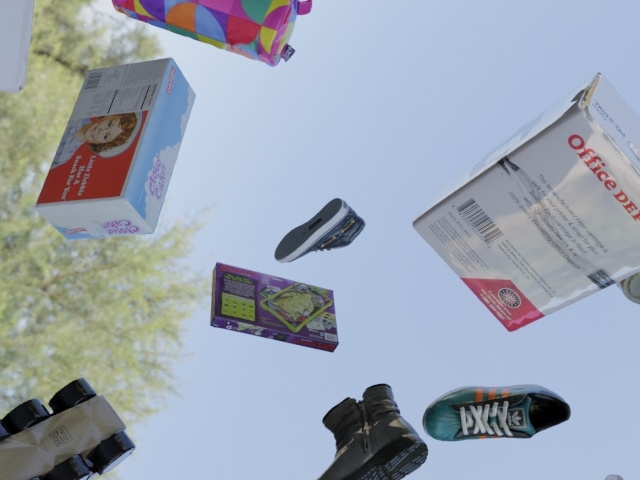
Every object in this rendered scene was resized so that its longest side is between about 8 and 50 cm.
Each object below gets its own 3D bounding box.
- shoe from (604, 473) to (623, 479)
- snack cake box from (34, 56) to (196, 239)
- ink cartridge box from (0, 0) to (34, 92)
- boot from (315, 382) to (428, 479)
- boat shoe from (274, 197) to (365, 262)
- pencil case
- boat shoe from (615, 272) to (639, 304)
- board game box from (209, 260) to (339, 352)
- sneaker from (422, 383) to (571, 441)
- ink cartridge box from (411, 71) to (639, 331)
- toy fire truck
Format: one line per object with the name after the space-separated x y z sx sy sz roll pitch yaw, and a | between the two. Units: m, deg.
0.477 0.471 1.414 0.219 0.058 0.076 -26 142 -48 | shoe
-0.292 -0.136 1.167 0.152 0.089 0.264 -3 -123 20 | snack cake box
-0.413 -0.235 0.793 0.278 0.202 0.117 33 -65 57 | ink cartridge box
0.040 0.344 1.296 0.247 0.083 0.161 -28 -141 -9 | boot
0.000 0.000 1.560 0.183 0.083 0.065 -37 -142 19 | boat shoe
-0.137 -0.291 0.979 0.104 0.237 0.104 21 90 -85 | pencil case
0.626 0.079 1.328 0.103 0.303 0.113 -93 -154 -67 | boat shoe
-0.123 0.179 2.155 0.208 0.347 0.056 -92 -156 -45 | board game box
0.361 0.349 1.619 0.121 0.303 0.108 169 -87 -76 | sneaker
0.243 -0.032 0.834 0.237 0.172 0.100 -37 -172 44 | ink cartridge box
-0.371 0.325 1.004 0.246 0.158 0.217 -46 168 27 | toy fire truck
